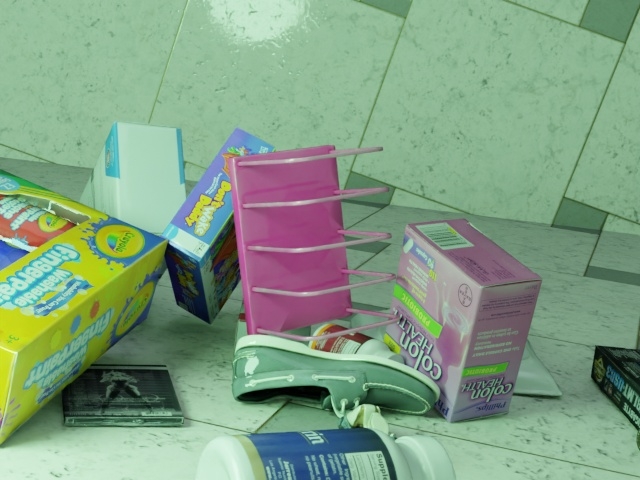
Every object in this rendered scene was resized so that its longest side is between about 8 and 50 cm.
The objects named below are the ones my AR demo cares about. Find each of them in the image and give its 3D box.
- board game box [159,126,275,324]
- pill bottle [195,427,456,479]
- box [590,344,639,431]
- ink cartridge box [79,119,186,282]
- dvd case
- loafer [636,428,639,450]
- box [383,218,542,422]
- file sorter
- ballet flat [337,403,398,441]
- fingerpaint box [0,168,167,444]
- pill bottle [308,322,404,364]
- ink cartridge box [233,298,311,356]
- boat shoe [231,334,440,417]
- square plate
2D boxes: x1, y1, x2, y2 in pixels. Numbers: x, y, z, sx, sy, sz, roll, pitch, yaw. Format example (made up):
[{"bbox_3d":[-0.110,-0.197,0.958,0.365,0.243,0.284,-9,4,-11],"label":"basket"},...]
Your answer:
[{"bbox_3d":[-0.169,-0.016,2.000,0.078,0.233,0.347,29,-19,9],"label":"board game box"},{"bbox_3d":[0.008,0.283,1.255,0.265,0.153,0.153,2,13,-26],"label":"pill bottle"},{"bbox_3d":[0.635,0.256,1.915,0.293,0.073,0.295,6,11,-6],"label":"box"},{"bbox_3d":[-0.348,-0.044,2.113,0.129,0.223,0.307,3,-26,-23],"label":"ink cartridge box"},{"bbox_3d":[-0.296,0.225,1.690,0.164,0.018,0.221,2,13,-15],"label":"dvd case"},{"bbox_3d":[0.529,0.303,1.673,0.050,0.056,0.148,-9,19,-34],"label":"loafer"},{"bbox_3d":[0.214,0.121,1.803,0.117,0.243,0.213,-6,30,-28],"label":"box"},{"bbox_3d":[0.000,0.000,1.815,0.202,0.290,0.182,-10,7,-35],"label":"file sorter"},{"bbox_3d":[0.071,0.263,1.598,0.070,0.070,0.188,3,12,-18],"label":"ballet flat"},{"bbox_3d":[-0.489,0.061,1.666,0.371,0.163,0.445,23,25,11],"label":"fingerpaint box"},{"bbox_3d":[0.059,0.193,1.869,0.152,0.086,0.086,18,16,41],"label":"pill bottle"},{"bbox_3d":[-0.082,0.153,2.015,0.127,0.072,0.175,5,12,-2],"label":"ink cartridge box"},{"bbox_3d":[0.019,0.228,1.738,0.319,0.116,0.099,13,55,-1],"label":"boat shoe"},{"bbox_3d":[0.234,0.190,2.070,0.347,0.049,0.344,6,11,-2],"label":"square plate"}]
